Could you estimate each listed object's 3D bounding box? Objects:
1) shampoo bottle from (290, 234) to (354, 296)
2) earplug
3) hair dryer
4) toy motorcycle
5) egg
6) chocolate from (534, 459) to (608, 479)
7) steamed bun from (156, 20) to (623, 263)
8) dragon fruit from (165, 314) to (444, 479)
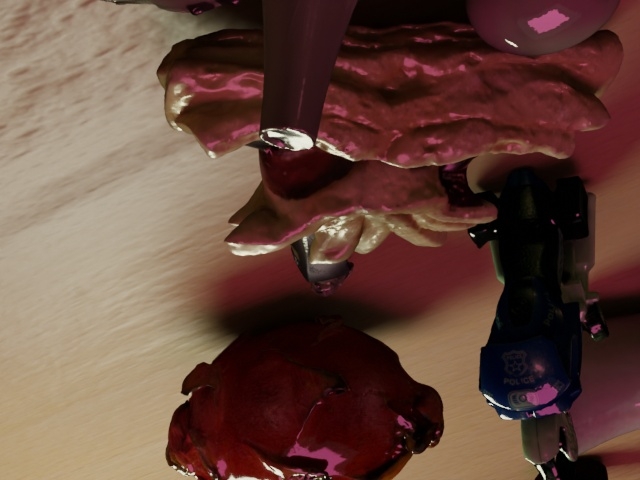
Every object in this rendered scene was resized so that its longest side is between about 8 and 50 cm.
[{"bbox_3d":[0.000,0.001,1.929,0.064,0.057,0.207,-15,154,-2],"label":"shampoo bottle"},{"bbox_3d":[0.423,0.147,2.207,0.301,0.172,0.172,-13,152,-1],"label":"earplug"},{"bbox_3d":[-0.067,-0.156,1.439,0.267,0.229,0.092,-25,146,30],"label":"hair dryer"},{"bbox_3d":[0.220,0.083,1.846,0.125,0.331,0.196,-9,147,18],"label":"toy motorcycle"},{"bbox_3d":[0.189,-0.209,1.532,0.135,0.103,0.103,-16,151,10],"label":"egg"},{"bbox_3d":[0.382,0.377,2.645,0.125,0.149,0.080,-42,157,-18],"label":"chocolate"},{"bbox_3d":[0.046,-0.081,1.645,0.428,0.189,0.247,-3,174,-23],"label":"steamed bun"},{"bbox_3d":[-0.018,0.202,2.125,0.315,0.250,0.250,1,156,24],"label":"dragon fruit"}]
